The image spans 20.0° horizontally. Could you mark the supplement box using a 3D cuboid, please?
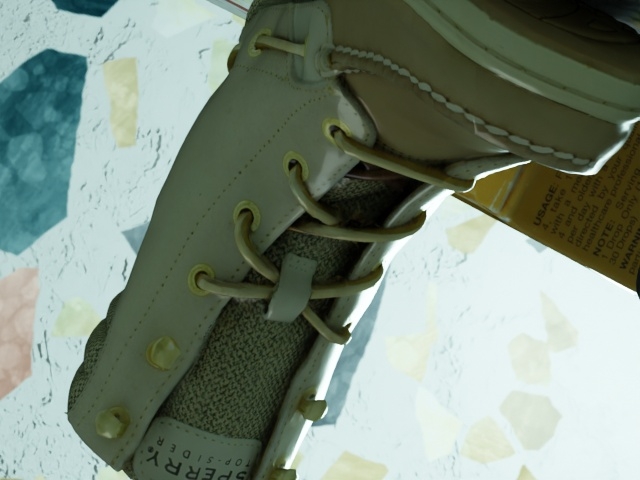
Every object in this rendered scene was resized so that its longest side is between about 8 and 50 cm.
[{"bbox_3d":[0.149,-0.011,0.772,0.233,0.080,0.078,22,-175,-35],"label":"supplement box"}]

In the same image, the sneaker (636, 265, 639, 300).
[{"bbox_3d":[0.195,0.066,0.525,0.283,0.107,0.124,22,-153,-52],"label":"sneaker"}]

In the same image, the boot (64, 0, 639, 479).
[{"bbox_3d":[0.000,0.000,0.578,0.095,0.203,0.262,25,-175,-20],"label":"boot"}]
